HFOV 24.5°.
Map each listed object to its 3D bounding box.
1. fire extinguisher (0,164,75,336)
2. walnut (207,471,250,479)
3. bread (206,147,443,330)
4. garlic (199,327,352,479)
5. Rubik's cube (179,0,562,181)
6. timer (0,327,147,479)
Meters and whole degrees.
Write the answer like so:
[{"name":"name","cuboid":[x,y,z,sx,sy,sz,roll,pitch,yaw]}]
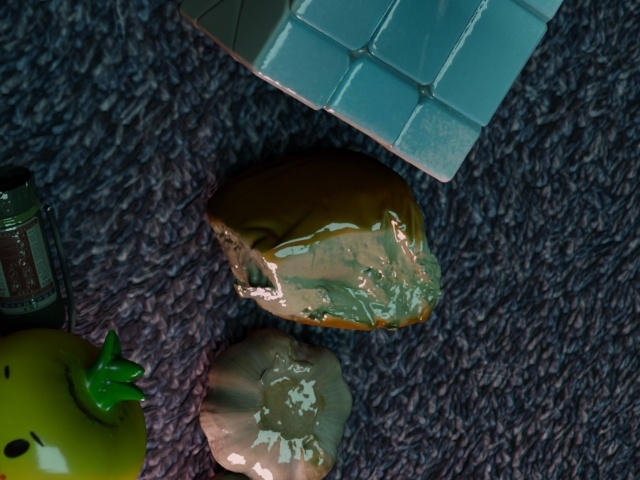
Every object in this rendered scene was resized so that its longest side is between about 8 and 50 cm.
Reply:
[{"name":"fire extinguisher","cuboid":[-0.384,0.054,1.907,0.118,0.093,0.294,-15,115,-13]},{"name":"walnut","cuboid":[-0.118,0.434,2.140,0.204,0.141,0.238,23,126,-16]},{"name":"bread","cuboid":[0.000,0.000,1.963,0.279,0.250,0.225,-13,118,-16]},{"name":"garlic","cuboid":[-0.066,0.239,2.083,0.228,0.152,0.227,1,84,-9]},{"name":"Rubik's cube","cuboid":[0.064,-0.310,1.828,0.316,0.319,0.322,29,98,-31]},{"name":"timer","cuboid":[-0.313,0.214,1.809,0.285,0.285,0.285,-8,113,-20]}]
